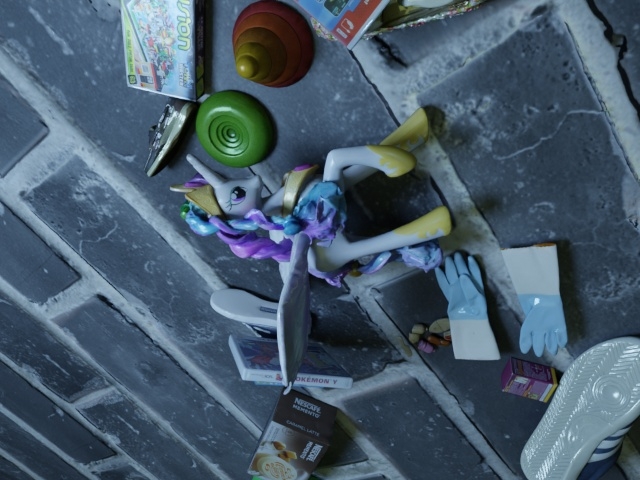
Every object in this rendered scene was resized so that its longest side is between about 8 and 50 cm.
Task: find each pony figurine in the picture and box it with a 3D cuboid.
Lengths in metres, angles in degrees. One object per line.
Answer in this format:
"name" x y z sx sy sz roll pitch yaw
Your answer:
"pony figurine" 0.000 0.000 0.749 0.364 0.302 0.350 -13 122 -2

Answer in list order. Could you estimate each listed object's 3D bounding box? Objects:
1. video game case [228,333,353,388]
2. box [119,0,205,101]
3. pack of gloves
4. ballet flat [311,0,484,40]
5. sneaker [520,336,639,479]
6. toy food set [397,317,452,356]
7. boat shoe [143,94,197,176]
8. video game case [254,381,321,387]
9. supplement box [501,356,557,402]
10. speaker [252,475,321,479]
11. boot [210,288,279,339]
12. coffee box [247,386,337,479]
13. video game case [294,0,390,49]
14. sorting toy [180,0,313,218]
"video game case" -0.060 0.210 0.885 0.184 0.201 0.023 10 93 -17
"box" -0.223 -0.313 0.712 0.114 0.036 0.206 14 126 6
"pack of gloves" 0.311 0.105 0.862 0.195 0.046 0.232 -5 118 28
"ballet flat" 0.093 -0.298 0.610 0.241 0.077 0.091 -9 122 22
"sneaker" 0.508 0.317 0.909 0.148 0.131 0.349 8 120 -28
"toy food set" 0.213 0.180 0.946 0.122 0.019 0.077 -20 117 18
"boat shoe" -0.252 -0.170 0.813 0.049 0.056 0.152 38 116 -6
"video game case" -0.080 0.274 1.094 0.167 0.015 0.119 -3 123 17
"supplement box" 0.388 0.261 0.936 0.083 0.043 0.054 14 127 5
"speaker" -0.037 0.684 1.297 0.297 0.131 0.131 26 127 -3
"boot" -0.128 0.160 0.992 0.190 0.069 0.086 16 130 0
"coffee box" -0.068 0.473 1.177 0.141 0.098 0.246 23 127 -1
"video game case" -0.012 -0.377 0.527 0.285 0.025 0.204 39 124 -10
"sorting toy" -0.138 -0.162 0.739 0.127 0.126 0.365 30 126 -6
